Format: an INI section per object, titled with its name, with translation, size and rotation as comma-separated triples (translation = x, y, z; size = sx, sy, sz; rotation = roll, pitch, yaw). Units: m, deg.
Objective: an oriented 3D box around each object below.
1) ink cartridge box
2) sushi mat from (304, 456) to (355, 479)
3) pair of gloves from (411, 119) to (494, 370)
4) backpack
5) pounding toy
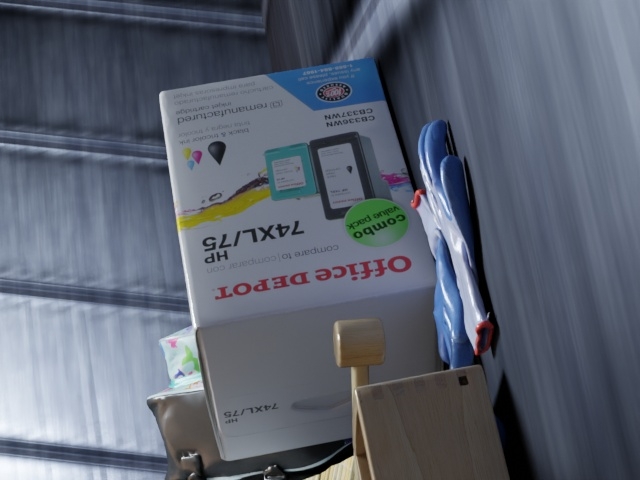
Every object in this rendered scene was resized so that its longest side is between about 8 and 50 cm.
[ink cartridge box]
translation = -0.018, 0.014, 1.174
size = 0.197, 0.198, 0.270
rotation = 85, 173, -49
[sushi mat]
translation = -0.005, 0.237, 1.563
size = 0.019, 0.151, 0.316
rotation = -16, -59, -53
[pair of gloves]
translation = 0.085, 0.015, 0.919
size = 0.198, 0.023, 0.159
rotation = 86, 173, -67
[backpack]
translation = -0.031, 0.151, 1.380
size = 0.253, 0.225, 0.191
rotation = 1, -103, -58
[pounding toy]
translation = 0.071, 0.141, 0.910
size = 0.181, 0.094, 0.206
rotation = 88, 172, -65
